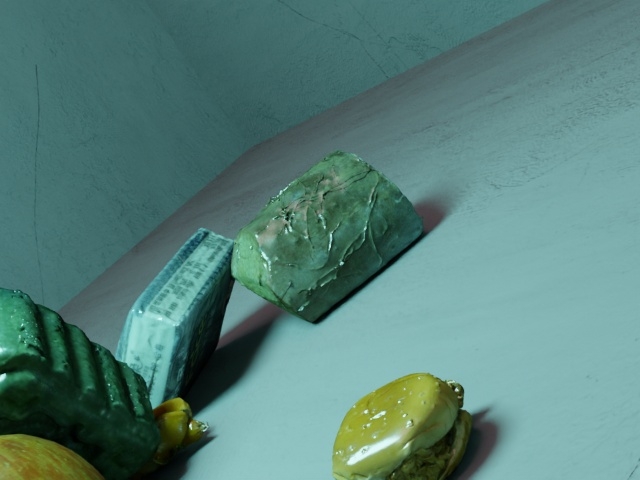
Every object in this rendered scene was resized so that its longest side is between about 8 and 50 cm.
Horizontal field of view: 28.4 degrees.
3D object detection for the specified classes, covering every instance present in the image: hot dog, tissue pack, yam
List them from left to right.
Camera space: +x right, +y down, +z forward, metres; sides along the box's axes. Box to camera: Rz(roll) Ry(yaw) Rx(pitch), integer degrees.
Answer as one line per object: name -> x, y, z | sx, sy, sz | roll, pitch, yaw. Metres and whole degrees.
hot dog -> -0.267, 0.306, 1.781 | 0.269, 0.072, 0.109 | -32, 14, 25
tissue pack -> -0.228, 0.144, 1.981 | 0.315, 0.103, 0.228 | -59, -15, -63
yam -> -0.002, -0.003, 1.979 | 0.271, 0.201, 0.202 | -46, 13, -15

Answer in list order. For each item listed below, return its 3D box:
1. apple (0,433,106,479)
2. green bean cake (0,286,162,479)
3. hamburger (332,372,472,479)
apple -> -0.366, 0.348, 1.455 | 0.277, 0.250, 0.309 | -45, 14, -31
green bean cake -> -0.406, 0.254, 1.644 | 0.308, 0.300, 0.169 | -41, 38, 11
hamburger -> 0.079, 0.193, 1.231 | 0.138, 0.083, 0.147 | -26, 18, 21
